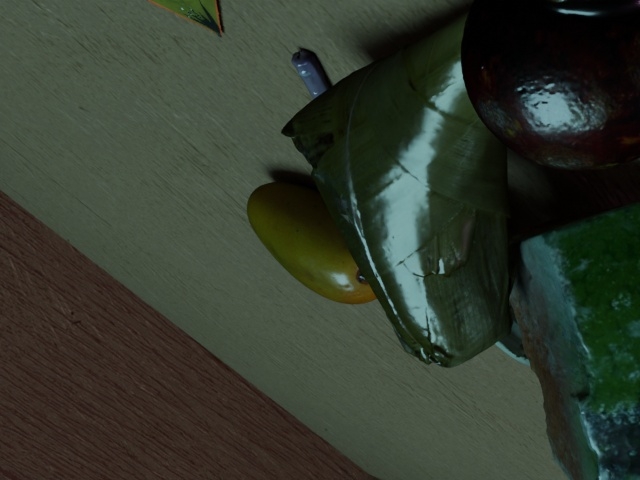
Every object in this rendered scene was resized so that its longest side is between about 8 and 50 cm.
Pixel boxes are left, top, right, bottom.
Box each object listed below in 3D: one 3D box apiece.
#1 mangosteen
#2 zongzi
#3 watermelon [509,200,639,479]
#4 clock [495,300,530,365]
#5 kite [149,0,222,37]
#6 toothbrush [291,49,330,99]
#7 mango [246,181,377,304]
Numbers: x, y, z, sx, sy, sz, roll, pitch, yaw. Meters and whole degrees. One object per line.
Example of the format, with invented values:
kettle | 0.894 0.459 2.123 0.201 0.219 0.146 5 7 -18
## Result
mangosteen | 0.159 -0.130 0.780 0.172 0.172 0.184 24 163 26
zongzi | 0.122 -0.038 1.070 0.300 0.145 0.273 -20 97 61
watermelon | 0.256 0.102 1.139 0.302 0.151 0.264 -9 98 68
clock | 0.170 0.025 1.333 0.236 0.053 0.236 46 -163 -19
kite | -0.207 -0.299 1.240 0.327 0.013 0.377 39 162 -31
toothbrush | 0.034 -0.094 1.395 0.024 0.029 0.354 6 155 23
mango | 0.000 0.000 1.600 0.138 0.113 0.253 15 -166 -47
